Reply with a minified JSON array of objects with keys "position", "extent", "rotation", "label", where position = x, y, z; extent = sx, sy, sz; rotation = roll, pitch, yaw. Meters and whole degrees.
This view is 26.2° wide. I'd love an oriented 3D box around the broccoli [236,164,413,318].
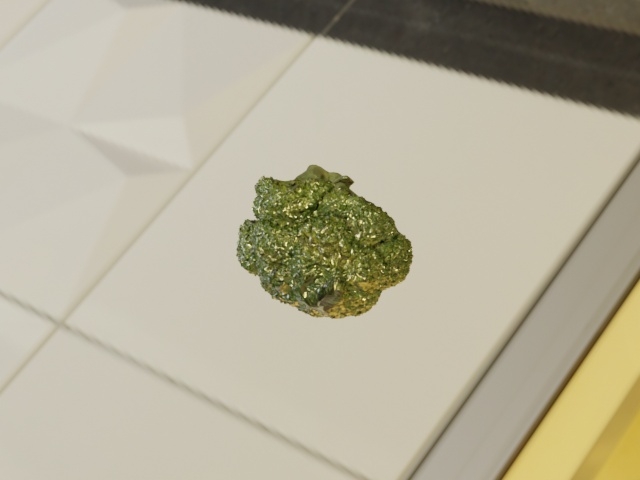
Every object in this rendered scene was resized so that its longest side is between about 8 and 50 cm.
[{"position":[0.000,0.000,1.212],"extent":[0.162,0.137,0.146],"rotation":[29,131,-30],"label":"broccoli"}]
